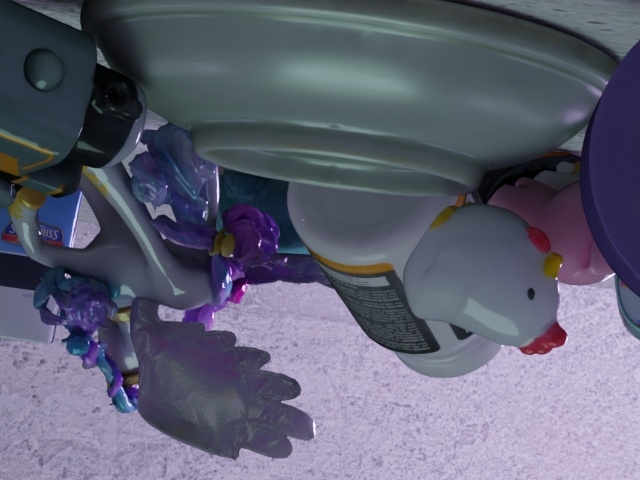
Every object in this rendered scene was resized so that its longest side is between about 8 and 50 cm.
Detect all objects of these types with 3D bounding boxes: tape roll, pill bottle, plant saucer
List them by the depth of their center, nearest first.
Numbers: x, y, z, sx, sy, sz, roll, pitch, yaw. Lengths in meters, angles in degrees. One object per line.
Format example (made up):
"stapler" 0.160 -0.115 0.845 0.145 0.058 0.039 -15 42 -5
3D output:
"tape roll" 0.244 -0.041 0.917 0.189 0.189 0.080 7 176 5
"plant saucer" 0.017 -0.097 1.190 0.401 0.100 0.400 8 176 1
"pill bottle" 0.086 0.011 1.508 0.162 0.162 0.278 6 152 24

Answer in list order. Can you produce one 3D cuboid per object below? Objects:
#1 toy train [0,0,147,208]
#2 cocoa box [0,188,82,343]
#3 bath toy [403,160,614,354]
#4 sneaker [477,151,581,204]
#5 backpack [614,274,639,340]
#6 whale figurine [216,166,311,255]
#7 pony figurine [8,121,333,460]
"toy train" -0.277 -0.116 1.076 0.334 0.142 0.190 23 160 -37
"cocoa box" -0.465 -0.038 1.788 0.347 0.227 0.231 10 -174 -27
"bath toy" 0.199 -0.001 1.280 0.129 0.151 0.348 41 -149 16
"sneaker" 0.246 -0.016 1.673 0.321 0.124 0.180 12 175 -43
"backpack" 0.417 0.040 1.788 0.188 0.165 0.144 -1 172 17
"whale figurine" -0.014 -0.036 1.755 0.216 0.141 0.272 12 174 -38
"pony figurine" -0.143 0.034 1.621 0.351 0.363 0.303 5 -143 29
